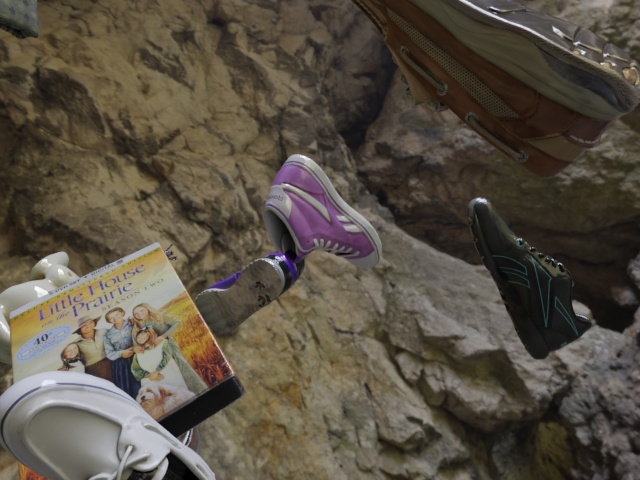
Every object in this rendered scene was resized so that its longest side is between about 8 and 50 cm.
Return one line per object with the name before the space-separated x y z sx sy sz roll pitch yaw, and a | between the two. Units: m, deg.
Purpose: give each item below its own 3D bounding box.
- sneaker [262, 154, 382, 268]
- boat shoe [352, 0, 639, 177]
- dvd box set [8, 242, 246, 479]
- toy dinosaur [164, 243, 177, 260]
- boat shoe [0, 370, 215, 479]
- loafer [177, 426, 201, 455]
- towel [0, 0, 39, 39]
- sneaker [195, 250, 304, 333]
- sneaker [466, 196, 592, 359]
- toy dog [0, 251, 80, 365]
sneaker | -0.001 0.000 0.843 0.282 0.102 0.161 44 -127 -30
boat shoe | 0.115 -0.177 0.432 0.123 0.324 0.117 -20 -35 -33
dvd box set | -0.348 0.184 0.788 0.307 0.420 0.062 -28 -50 -18
toy dinosaur | -0.477 0.052 1.443 0.090 0.047 0.082 -32 -9 17
boat shoe | -0.190 0.225 0.461 0.096 0.088 0.268 -49 -53 -25
loafer | -0.405 0.486 1.267 0.133 0.366 0.130 -16 -70 -7
towel | -0.417 -0.376 0.404 0.324 0.056 0.313 -2 -95 -68
sneaker | -0.139 0.102 0.987 0.293 0.102 0.146 -29 2 38
sneaker | 0.313 0.046 0.715 0.106 0.268 0.101 -27 4 19
toy dog | -0.558 0.241 1.137 0.285 0.407 0.395 -59 12 -17
